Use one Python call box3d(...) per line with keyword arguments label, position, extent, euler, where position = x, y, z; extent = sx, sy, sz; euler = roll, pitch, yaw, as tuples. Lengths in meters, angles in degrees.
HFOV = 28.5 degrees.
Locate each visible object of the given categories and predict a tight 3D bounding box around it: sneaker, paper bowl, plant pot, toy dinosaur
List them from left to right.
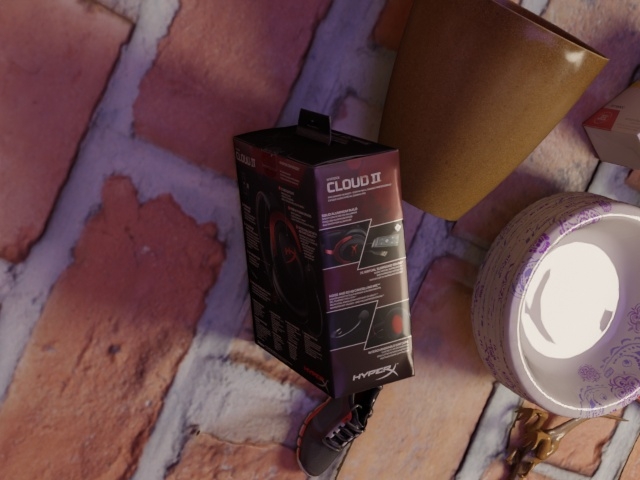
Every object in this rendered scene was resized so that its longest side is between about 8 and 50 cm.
box3d(label="sneaker", position=(0.025, 0.230, 1.577), extent=(0.061, 0.065, 0.158), euler=(29, 88, -29))
box3d(label="plant pot", position=(0.171, -0.160, 1.481), extent=(0.237, 0.237, 0.254), euler=(21, 107, -28))
box3d(label="toy dinosaur", position=(0.315, 0.274, 1.743), extent=(0.211, 0.064, 0.112), euler=(-40, 134, -2))
box3d(label="paper bowl", position=(0.324, 0.077, 1.639), extent=(0.284, 0.148, 0.284), euler=(-7, 106, -24))

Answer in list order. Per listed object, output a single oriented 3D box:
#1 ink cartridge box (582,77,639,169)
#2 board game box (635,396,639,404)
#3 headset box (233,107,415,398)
box3d(label="ink cartridge box", position=(0.462, -0.179, 1.663), extent=(0.198, 0.115, 0.067), euler=(-38, 115, -14))
box3d(label="board game box", position=(0.513, 0.156, 1.809), extent=(0.146, 0.045, 0.193), euler=(35, 86, -28))
box3d(label="headset box", position=(0.000, 0.000, 1.422), extent=(0.110, 0.218, 0.293), euler=(-13, 107, -24))
